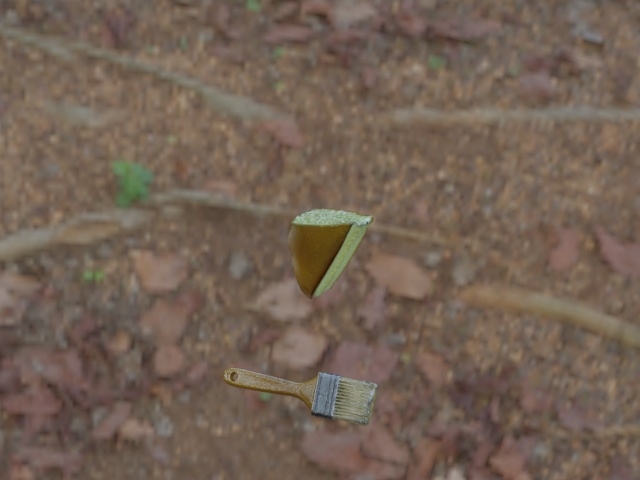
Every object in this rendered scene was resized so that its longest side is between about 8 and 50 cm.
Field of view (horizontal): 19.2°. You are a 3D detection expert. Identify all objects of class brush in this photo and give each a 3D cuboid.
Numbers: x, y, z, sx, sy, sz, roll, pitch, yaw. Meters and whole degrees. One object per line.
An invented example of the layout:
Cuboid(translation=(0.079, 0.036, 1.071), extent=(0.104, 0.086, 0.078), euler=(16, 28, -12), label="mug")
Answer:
Cuboid(translation=(-0.023, 0.143, 1.808), extent=(0.170, 0.014, 0.043), euler=(9, 85, 30), label="brush")

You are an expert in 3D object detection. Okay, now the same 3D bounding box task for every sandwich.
Cuboid(translation=(0.000, 0.000, 1.214), extent=(0.044, 0.083, 0.031), euler=(43, 45, 15), label="sandwich")
